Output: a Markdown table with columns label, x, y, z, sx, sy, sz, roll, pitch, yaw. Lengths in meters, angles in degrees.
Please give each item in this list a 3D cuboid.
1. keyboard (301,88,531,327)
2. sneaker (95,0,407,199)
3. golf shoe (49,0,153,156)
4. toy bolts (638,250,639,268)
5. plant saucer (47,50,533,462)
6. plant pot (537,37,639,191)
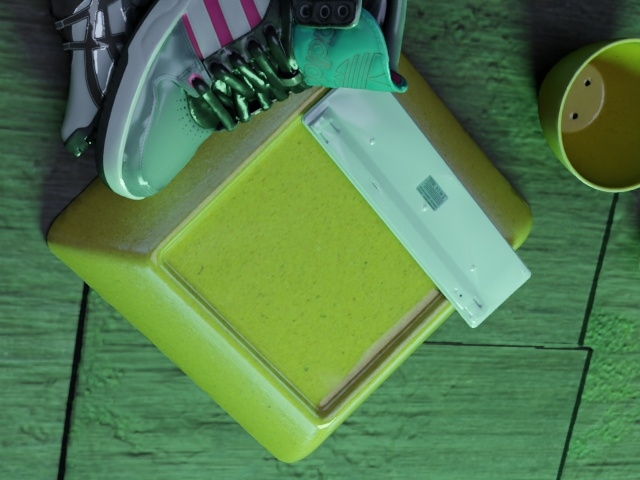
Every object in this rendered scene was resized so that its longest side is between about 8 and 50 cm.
| label | x | y | z | sx | sy | sz | roll | pitch | yaw |
| --- | --- | --- | --- | --- | --- | --- | --- | --- | --- |
| keyboard | 0.085 | -0.033 | 1.071 | 0.072 | 0.014 | 0.256 | -45 | 117 | -8 |
| sneaker | -0.028 | -0.135 | 0.966 | 0.296 | 0.178 | 0.124 | -60 | 155 | -6 |
| golf shoe | -0.177 | -0.166 | 0.989 | 0.093 | 0.077 | 0.198 | 19 | 97 | -9 |
| toy bolts | 0.414 | 0.054 | 1.221 | 0.158 | 0.218 | 0.228 | -33 | 97 | -2 |
| plant saucer | 0.000 | 0.000 | 1.098 | 0.333 | 0.081 | 0.333 | -45 | 117 | -3 |
| plant pot | 0.247 | -0.120 | 1.145 | 0.134 | 0.095 | 0.134 | -6 | 109 | -18 |
